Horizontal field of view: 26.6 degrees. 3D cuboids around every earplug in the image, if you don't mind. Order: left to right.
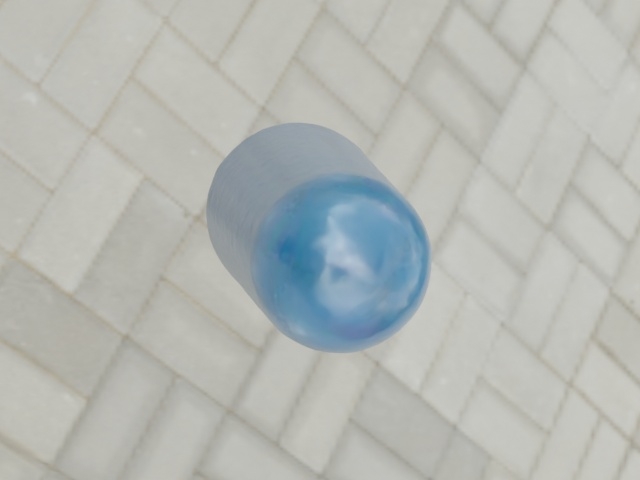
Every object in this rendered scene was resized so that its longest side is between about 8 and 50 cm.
[{"bbox_3d":[0.000,0.000,0.860,0.133,0.273,0.132,-1,99,-8],"label":"earplug"}]
